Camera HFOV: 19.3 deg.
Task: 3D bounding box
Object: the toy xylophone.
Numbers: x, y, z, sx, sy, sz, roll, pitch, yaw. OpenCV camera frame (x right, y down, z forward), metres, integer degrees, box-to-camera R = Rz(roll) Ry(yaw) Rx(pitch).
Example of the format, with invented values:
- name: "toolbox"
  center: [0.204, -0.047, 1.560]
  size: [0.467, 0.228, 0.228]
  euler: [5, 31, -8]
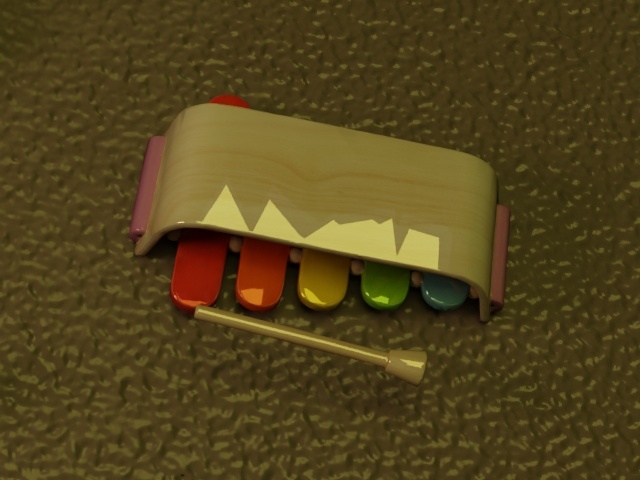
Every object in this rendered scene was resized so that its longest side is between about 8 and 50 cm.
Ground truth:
- name: "toy xylophone"
  center: [0.000, 0.000, 1.525]
  size: [0.323, 0.081, 0.236]
  euler: [18, 60, -1]
